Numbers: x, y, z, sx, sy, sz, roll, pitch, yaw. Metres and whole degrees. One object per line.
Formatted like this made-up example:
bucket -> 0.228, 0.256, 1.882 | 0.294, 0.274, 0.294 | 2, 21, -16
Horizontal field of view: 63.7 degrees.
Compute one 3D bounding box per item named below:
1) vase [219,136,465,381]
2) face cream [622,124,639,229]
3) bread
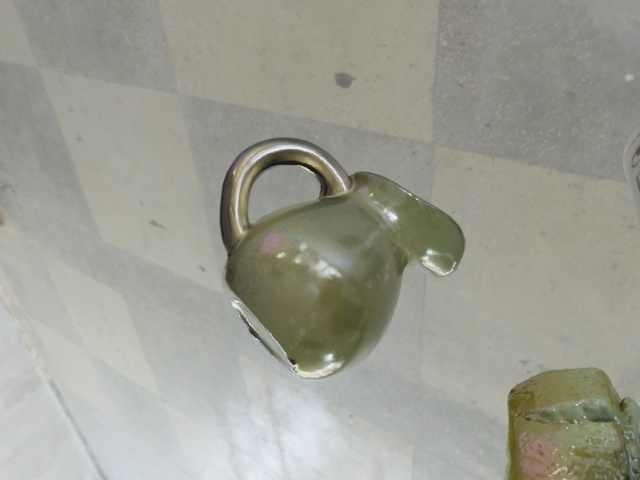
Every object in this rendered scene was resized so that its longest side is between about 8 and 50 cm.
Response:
vase -> 0.000, 0.000, 0.729 | 0.329, 0.302, 0.241 | 52, 162, -6
face cream -> 0.445, -0.026, 0.583 | 0.145, 0.370, 0.145 | 11, 126, 16
bread -> 0.240, 0.234, 0.461 | 0.124, 0.257, 0.186 | -18, 138, 34
